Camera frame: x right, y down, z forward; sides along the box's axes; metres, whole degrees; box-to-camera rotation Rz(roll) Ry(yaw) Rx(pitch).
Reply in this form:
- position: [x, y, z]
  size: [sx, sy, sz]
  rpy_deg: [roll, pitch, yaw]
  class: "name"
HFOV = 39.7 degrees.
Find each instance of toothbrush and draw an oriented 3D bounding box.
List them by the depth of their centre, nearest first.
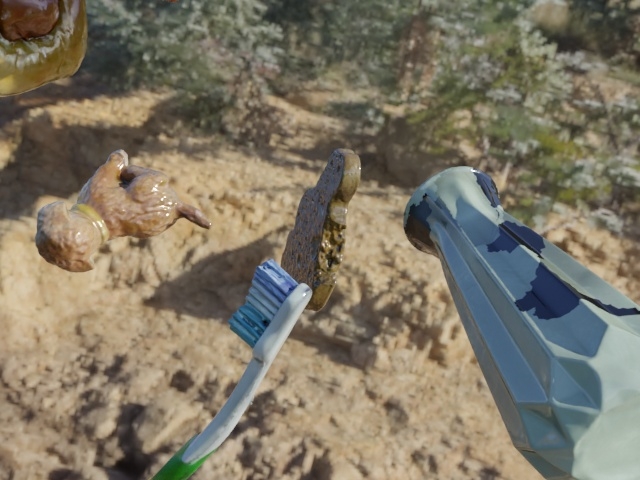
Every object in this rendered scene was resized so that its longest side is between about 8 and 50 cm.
- position: [-0.077, 0.128, 0.478]
  size: [0.030, 0.304, 0.030]
  rpy_deg: [20, 33, -14]
  class: "toothbrush"

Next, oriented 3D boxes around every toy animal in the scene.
- position: [-0.265, -0.018, 1.151]
  size: [0.183, 0.104, 0.185]
  rpy_deg: [24, 37, 21]
  class: "toy animal"

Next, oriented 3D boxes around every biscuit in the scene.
- position: [0.001, -0.008, 1.325]
  size: [0.047, 0.320, 0.183]
  rpy_deg: [4, 40, -19]
  class: "biscuit"

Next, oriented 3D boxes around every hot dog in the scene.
- position: [-0.319, -0.267, 0.818]
  size: [0.150, 0.153, 0.257]
  rpy_deg: [-25, 68, -36]
  class: "hot dog"

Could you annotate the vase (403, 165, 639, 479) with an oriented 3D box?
- position: [0.197, 0.063, 0.839]
  size: [0.165, 0.165, 0.360]
  rpy_deg: [11, 28, -25]
  class: "vase"
